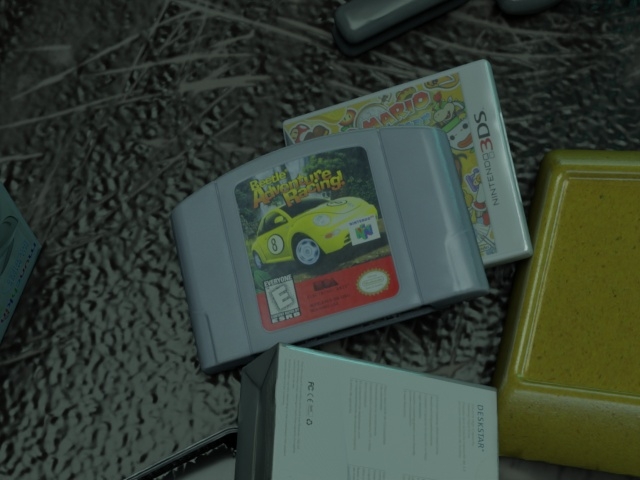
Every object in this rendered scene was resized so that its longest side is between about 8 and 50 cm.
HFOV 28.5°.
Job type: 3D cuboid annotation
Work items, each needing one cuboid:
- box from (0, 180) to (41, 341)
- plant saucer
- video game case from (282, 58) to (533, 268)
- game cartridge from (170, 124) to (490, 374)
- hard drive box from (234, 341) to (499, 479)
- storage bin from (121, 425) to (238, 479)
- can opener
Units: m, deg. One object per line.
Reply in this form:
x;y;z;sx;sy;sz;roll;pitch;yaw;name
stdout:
-0.378;0.072;1.146;0.127;0.231;0.262;19;73;4;box
0.316;0.052;1.175;0.333;0.081;0.332;3;70;34;plant saucer
0.082;-0.055;1.266;0.227;0.026;0.206;-16;73;18;video game case
0.000;0.000;1.232;0.294;0.060;0.196;-18;70;12;game cartridge
0.044;0.208;1.142;0.232;0.089;0.181;15;62;-22;hard drive box
-0.123;0.266;1.176;0.180;0.084;0.122;-26;76;-10;storage bin
0.148;-0.265;1.352;0.280;0.074;0.093;-22;76;-9;can opener
